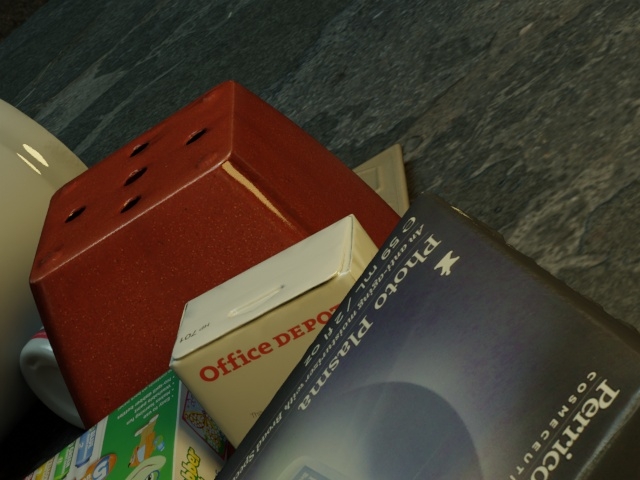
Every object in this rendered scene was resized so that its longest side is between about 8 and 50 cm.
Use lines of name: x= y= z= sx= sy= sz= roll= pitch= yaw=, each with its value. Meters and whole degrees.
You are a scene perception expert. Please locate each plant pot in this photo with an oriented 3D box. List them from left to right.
plant pot: x=-0.077 y=0.039 z=1.327 sx=0.267 sy=0.236 sz=0.267 roll=-32 pitch=22 yaw=11

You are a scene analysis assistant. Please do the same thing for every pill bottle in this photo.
pill bottle: x=-0.181 y=0.077 z=1.577 sx=0.108 sy=0.108 sz=0.180 roll=-9 pitch=34 yaw=49

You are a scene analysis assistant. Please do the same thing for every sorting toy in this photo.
sorting toy: x=0.000 y=0.000 z=1.574 sx=0.193 sy=0.038 sz=0.208 roll=-31 pitch=17 yaw=13

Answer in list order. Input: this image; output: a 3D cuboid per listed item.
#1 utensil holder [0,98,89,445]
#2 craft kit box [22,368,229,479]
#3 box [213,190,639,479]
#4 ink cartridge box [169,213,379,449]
utensil holder: x=-0.413 y=0.084 z=1.622 sx=0.327 sy=0.328 sz=0.385 roll=-11 pitch=34 yaw=47
craft kit box: x=-0.167 y=0.233 z=1.142 sx=0.250 sy=0.061 sz=0.247 roll=-38 pitch=30 yaw=21
box: x=0.071 y=0.168 z=0.806 sx=0.296 sy=0.182 sz=0.294 roll=-55 pitch=22 yaw=4
ink cartridge box: x=0.014 y=0.099 z=1.124 sx=0.139 sy=0.191 sz=0.082 roll=-28 pitch=23 yaw=19
